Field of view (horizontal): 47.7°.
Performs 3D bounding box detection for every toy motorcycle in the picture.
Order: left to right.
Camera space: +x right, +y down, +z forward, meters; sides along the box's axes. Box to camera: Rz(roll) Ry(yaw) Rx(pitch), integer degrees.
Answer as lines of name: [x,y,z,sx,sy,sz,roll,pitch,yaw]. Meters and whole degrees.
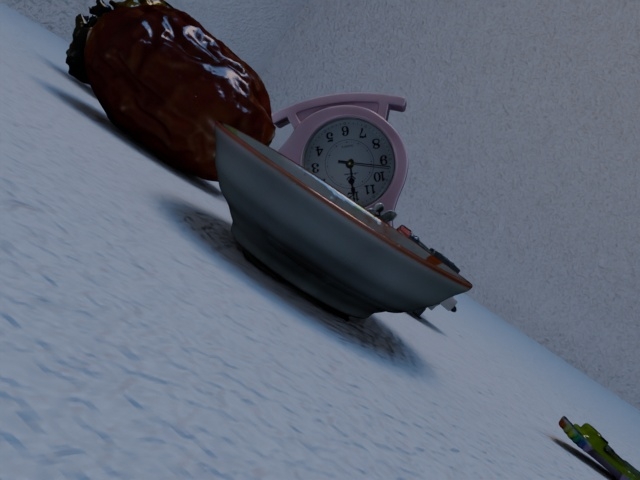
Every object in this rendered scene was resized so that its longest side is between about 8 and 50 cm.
toy motorcycle: [0.108,0.028,1.008,0.150,0.102,0.221,45,-1,-26]

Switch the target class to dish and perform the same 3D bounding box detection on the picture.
dish: [0.000,0.000,0.631,0.260,0.085,0.260,33,7,-4]

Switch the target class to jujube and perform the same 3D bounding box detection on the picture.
jujube: [-0.173,-0.179,0.882,0.250,0.174,0.174,44,5,2]

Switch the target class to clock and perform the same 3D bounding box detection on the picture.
clock: [0.004,-0.098,1.196,0.291,0.275,0.080,-3,4,6]

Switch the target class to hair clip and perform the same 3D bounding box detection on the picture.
hair clip: [0.302,0.221,0.669,0.188,0.033,0.060,31,2,15]

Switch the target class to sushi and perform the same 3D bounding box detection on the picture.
sushi: [-0.285,-0.289,1.176,0.204,0.213,0.200,19,17,42]
